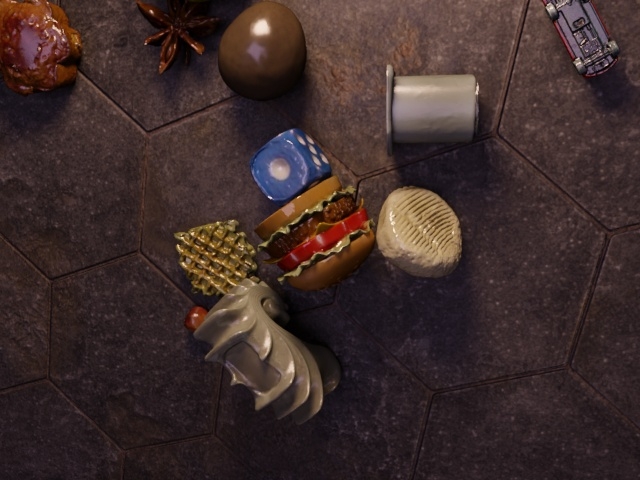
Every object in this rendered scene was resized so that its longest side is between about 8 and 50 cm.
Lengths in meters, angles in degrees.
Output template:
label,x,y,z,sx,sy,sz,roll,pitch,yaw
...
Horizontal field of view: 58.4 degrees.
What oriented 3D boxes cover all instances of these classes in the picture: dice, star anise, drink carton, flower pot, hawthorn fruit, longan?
label,x,y,z,sx,sy,sz,roll,pitch,yaw
dice,-0.070,-0.169,1.351,0.146,0.146,0.143,-35,90,21
star anise,-0.336,-0.512,1.364,0.212,0.111,0.196,-38,96,13
drink carton,0.233,-0.278,1.233,0.189,0.185,0.191,0,102,5
flower pot,-0.116,0.275,1.403,0.367,0.254,0.164,47,115,-3
hawthorn fruit,-0.334,0.220,1.564,0.077,0.077,0.077,4,104,15
longan,-0.128,-0.418,1.283,0.220,0.196,0.196,-43,89,19

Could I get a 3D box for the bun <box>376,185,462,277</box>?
label,x,y,z,sx,sy,sz,roll,pitch,yaw
bun,0.218,-0.011,1.294,0.220,0.220,0.134,49,140,0

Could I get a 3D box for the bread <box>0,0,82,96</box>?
label,x,y,z,sx,sy,sz,roll,pitch,yaw
bread,-0.725,-0.492,1.466,0.232,0.135,0.247,7,105,14

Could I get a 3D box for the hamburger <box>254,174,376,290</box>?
label,x,y,z,sx,sy,sz,roll,pitch,yaw
hamburger,0.000,0.000,1.306,0.274,0.274,0.212,-34,91,21

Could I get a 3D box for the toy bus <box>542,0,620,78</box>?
label,x,y,z,sx,sy,sz,roll,pitch,yaw
toy bus,0.518,-0.421,1.148,0.081,0.089,0.195,-29,93,21

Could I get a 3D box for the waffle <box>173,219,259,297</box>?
label,x,y,z,sx,sy,sz,roll,pitch,yaw
waffle,-0.268,0.053,1.510,0.223,0.054,0.204,-12,102,18
